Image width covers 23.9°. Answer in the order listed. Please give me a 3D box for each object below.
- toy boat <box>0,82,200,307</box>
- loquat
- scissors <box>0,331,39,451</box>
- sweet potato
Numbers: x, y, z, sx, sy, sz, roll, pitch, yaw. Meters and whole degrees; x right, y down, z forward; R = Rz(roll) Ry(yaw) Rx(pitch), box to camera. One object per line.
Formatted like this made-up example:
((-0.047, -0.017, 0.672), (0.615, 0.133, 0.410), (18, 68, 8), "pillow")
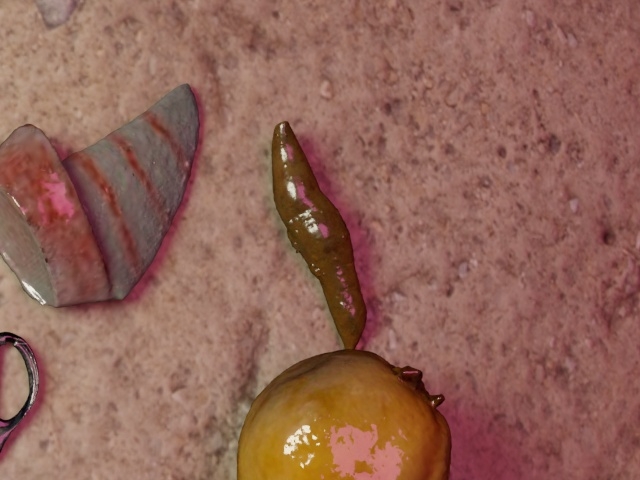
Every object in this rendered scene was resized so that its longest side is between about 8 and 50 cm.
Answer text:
((-0.213, -0.060, 1.582), (0.282, 0.096, 0.206), (-40, 103, -38), "toy boat")
((0.023, 0.226, 1.555), (0.238, 0.193, 0.238), (0, 82, 0), "loquat")
((-0.340, 0.237, 1.484), (0.109, 0.022, 0.300), (7, 77, -19), "scissors")
((0.000, 0.000, 1.663), (0.067, 0.067, 0.274), (-22, 93, -26), "sweet potato")
